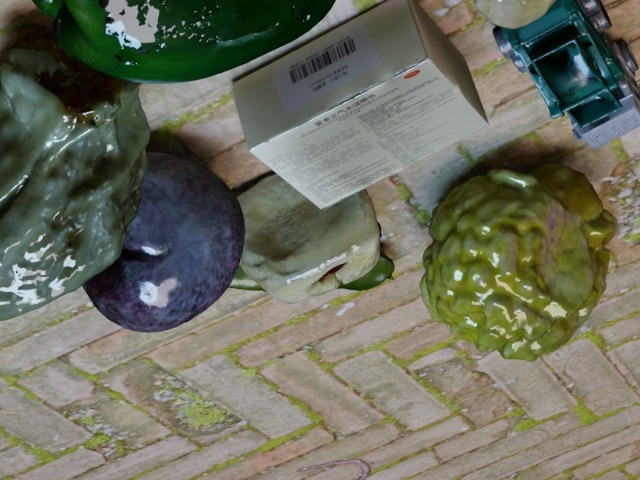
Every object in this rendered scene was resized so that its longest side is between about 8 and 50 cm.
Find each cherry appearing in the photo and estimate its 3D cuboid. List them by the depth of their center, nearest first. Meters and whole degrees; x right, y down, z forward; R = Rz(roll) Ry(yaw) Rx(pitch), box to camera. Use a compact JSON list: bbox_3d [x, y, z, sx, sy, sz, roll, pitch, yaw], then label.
[{"bbox_3d":[-0.170,0.000,1.806,0.195,0.195,0.195,-12,151,-7],"label":"cherry"}]

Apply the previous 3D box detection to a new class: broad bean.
[{"bbox_3d":[-0.043,0.030,2.050,0.318,0.056,0.098,9,143,-33],"label":"broad bean"}]

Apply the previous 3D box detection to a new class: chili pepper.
[{"bbox_3d":[-0.114,-0.258,1.346,0.256,0.248,0.233,-11,140,-27],"label":"chili pepper"}]

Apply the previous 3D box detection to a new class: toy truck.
[{"bbox_3d":[0.272,-0.173,1.784,0.110,0.116,0.216,-26,149,18],"label":"toy truck"}]

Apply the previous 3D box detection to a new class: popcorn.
[{"bbox_3d":[0.228,0.023,2.023,0.212,0.259,0.259,-8,162,44],"label":"popcorn"}]

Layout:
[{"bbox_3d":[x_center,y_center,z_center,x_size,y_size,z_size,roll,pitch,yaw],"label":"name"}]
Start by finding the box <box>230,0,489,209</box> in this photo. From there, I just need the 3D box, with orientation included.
[{"bbox_3d":[0.041,-0.141,1.754,0.212,0.095,0.168,-26,151,17],"label":"box"}]

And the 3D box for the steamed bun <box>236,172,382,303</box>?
[{"bbox_3d":[0.000,0.000,1.938,0.172,0.141,0.155,-27,153,14],"label":"steamed bun"}]

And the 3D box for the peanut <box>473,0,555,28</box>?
[{"bbox_3d":[0.202,-0.284,1.588,0.098,0.090,0.214,-13,152,-18],"label":"peanut"}]

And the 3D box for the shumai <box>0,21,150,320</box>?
[{"bbox_3d":[-0.295,-0.071,1.606,0.261,0.225,0.222,-47,147,-23],"label":"shumai"}]
